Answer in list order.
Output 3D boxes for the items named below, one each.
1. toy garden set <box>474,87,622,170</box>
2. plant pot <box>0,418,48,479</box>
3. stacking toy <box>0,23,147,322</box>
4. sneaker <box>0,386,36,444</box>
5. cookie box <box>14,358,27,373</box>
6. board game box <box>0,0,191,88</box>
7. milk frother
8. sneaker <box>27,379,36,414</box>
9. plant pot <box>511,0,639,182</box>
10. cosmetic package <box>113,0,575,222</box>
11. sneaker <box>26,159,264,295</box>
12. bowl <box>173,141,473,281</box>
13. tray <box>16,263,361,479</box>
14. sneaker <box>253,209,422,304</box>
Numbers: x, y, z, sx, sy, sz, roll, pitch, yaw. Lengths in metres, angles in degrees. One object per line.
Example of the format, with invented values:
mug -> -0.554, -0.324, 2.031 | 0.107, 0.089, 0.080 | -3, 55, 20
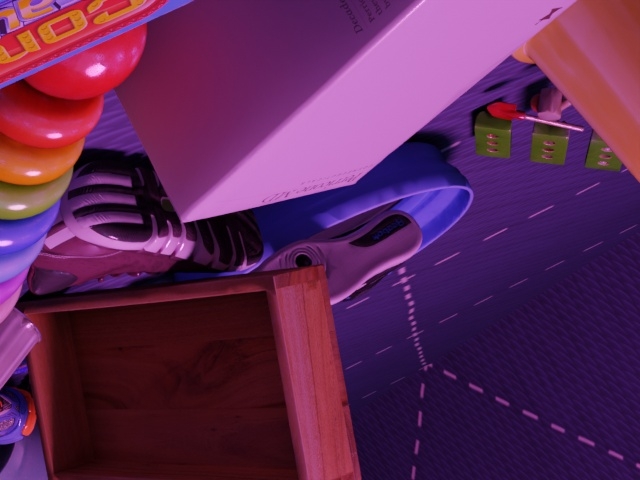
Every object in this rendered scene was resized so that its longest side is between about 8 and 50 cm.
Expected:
toy garden set -> 0.304, -0.139, 1.509 | 0.244, 0.049, 0.204 | 7, 167, 9
plant pot -> -0.436, 0.305, 1.589 | 0.293, 0.293, 0.196 | -22, 139, -17
stacking toy -> -0.214, -0.062, 0.871 | 0.141, 0.141, 0.330 | -14, 158, -43
sneaker -> -0.439, 0.196, 1.469 | 0.221, 0.083, 0.087 | -12, 159, 9
cookie box -> -0.347, 0.116, 1.467 | 0.107, 0.040, 0.092 | -35, 163, 35
board game box -> -0.223, -0.149, 0.598 | 0.308, 0.086, 0.302 | -25, 166, -4
milk frother -> -0.374, 0.102, 1.268 | 0.135, 0.129, 0.143 | -58, 149, -28
sneaker -> -0.332, 0.202, 1.762 | 0.125, 0.104, 0.262 | -38, 180, -37
plant pot -> 0.289, -0.186, 1.095 | 0.254, 0.239, 0.254 | -25, 166, -7
cosmetic package -> 0.038, -0.175, 0.848 | 0.197, 0.155, 0.365 | -16, 162, -45
sneaker -> -0.187, -0.004, 1.232 | 0.162, 0.106, 0.281 | -24, 161, 26
bowl -> 0.000, 0.000, 1.603 | 0.391, 0.077, 0.391 | -24, 167, -6
tray -> -0.145, 0.143, 1.289 | 0.411, 0.203, 0.076 | -8, -177, 44
sneaker -> 0.007, 0.045, 1.445 | 0.217, 0.079, 0.121 | -20, 164, -29
